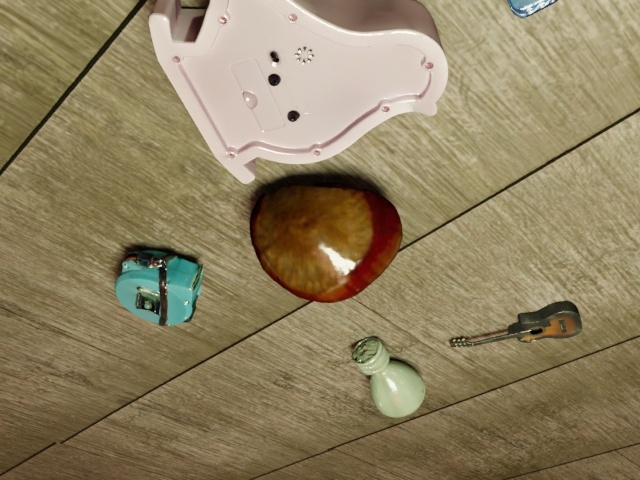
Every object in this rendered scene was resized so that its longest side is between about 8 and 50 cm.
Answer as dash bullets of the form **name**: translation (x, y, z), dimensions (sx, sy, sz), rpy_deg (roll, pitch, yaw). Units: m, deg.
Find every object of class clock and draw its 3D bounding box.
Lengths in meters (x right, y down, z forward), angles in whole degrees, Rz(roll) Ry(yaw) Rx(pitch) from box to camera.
- **clock**: translation (-0.027, -0.212, 0.594), dimensions (0.275, 0.080, 0.290), rpy_deg (-14, 138, 16)

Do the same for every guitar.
- **guitar**: translation (0.347, 0.163, 1.058), dimensions (0.233, 0.025, 0.088), rpy_deg (-16, 136, 19)

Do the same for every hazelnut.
- **hazelnut**: translation (-0.001, -0.005, 0.791), dimensions (0.201, 0.160, 0.170), rpy_deg (25, 133, 29)

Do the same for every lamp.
- **lamp**: translation (0.130, 0.262, 1.125), dimensions (0.106, 0.106, 0.193), rpy_deg (-20, 125, 22)

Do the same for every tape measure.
- **tape measure**: translation (-0.252, 0.071, 0.920), dimensions (0.125, 0.081, 0.146), rpy_deg (17, 137, -2)

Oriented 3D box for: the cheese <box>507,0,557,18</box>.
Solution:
- **cheese**: translation (0.291, -0.292, 0.501), dimensions (0.286, 0.074, 0.189), rpy_deg (-24, 133, 24)
